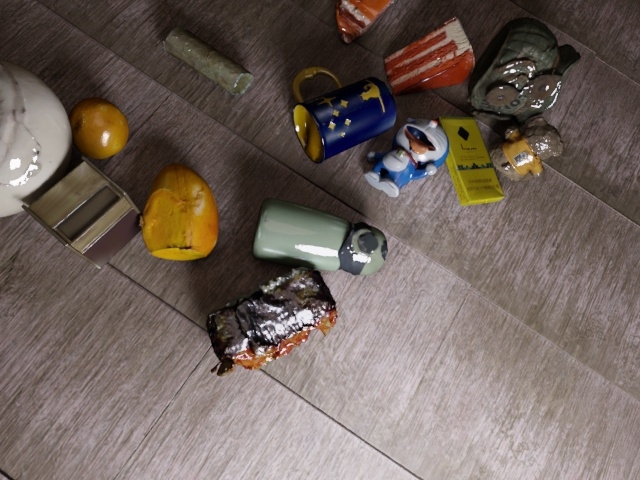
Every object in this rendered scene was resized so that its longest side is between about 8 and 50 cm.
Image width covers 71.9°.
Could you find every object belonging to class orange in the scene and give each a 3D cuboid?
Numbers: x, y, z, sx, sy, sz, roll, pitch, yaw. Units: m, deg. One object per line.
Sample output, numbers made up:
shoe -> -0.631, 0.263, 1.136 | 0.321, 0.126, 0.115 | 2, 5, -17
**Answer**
orange -> -0.583, -0.295, 1.168 | 0.158, 0.136, 0.159 | 2, 95, 30

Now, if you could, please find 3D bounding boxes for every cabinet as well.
cabinet -> -0.554, -0.063, 1.064 | 0.148, 0.215, 0.175 | 40, 73, 4

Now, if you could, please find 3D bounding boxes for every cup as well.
cup -> 0.056, -0.385, 1.245 | 0.256, 0.178, 0.255 | -28, 107, -16

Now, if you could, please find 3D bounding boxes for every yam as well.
yam -> -0.324, -0.521, 1.293 | 0.259, 0.093, 0.093 | 34, 73, 2

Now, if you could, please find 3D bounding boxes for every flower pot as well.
flower pot -> 0.584, -0.485, 1.312 | 0.213, 0.302, 0.302 | 26, 72, -4

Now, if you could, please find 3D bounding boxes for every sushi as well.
sushi -> -0.122, 0.194, 1.066 | 0.343, 0.196, 0.182 | -27, 73, -14

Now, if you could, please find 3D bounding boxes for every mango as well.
mango -> -0.355, -0.080, 1.142 | 0.187, 0.138, 0.257 | 1, 72, 1

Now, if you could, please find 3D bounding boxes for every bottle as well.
bottle -> 0.001, 0.000, 1.154 | 0.346, 0.168, 0.169 | 11, 73, -8

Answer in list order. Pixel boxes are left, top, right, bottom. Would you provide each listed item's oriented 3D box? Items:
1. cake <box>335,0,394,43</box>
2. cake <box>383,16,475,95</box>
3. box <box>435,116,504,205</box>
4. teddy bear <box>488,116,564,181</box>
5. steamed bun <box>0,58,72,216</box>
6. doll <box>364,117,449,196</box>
cake -> 0.159, -0.764, 1.424 | 0.287, 0.098, 0.135 | -40, 83, -16
cake -> 0.351, -0.562, 1.421 | 0.261, 0.159, 0.158 | -21, 76, 22
box -> 0.445, -0.243, 1.327 | 0.153, 0.041, 0.279 | -9, 75, -28
teddy bear -> 0.603, -0.264, 1.290 | 0.177, 0.190, 0.140 | 54, 41, 6
steamed bun -> -0.764, -0.234, 1.061 | 0.374, 0.241, 0.375 | -2, 84, 14
doll -> 0.246, -0.242, 1.262 | 0.215, 0.161, 0.257 | 37, 74, 30
